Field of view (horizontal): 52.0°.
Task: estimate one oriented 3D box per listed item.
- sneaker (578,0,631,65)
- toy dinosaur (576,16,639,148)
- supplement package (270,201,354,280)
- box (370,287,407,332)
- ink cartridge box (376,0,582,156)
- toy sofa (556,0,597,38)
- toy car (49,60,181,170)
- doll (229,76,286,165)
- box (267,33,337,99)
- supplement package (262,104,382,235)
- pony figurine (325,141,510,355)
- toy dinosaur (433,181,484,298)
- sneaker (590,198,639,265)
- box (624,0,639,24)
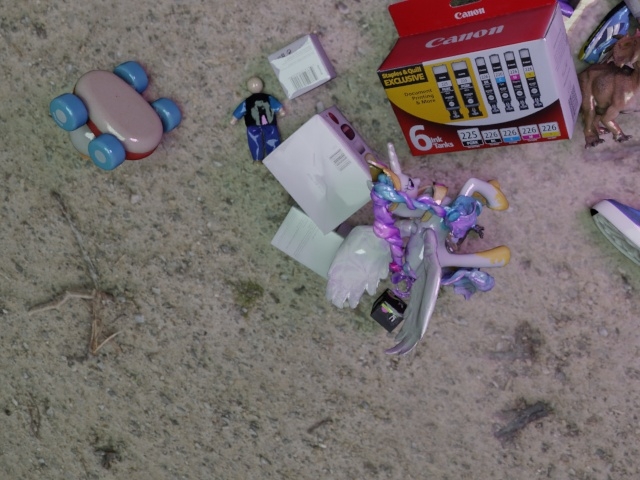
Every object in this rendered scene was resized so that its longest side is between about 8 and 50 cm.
[{"bbox_3d":[0.557,-0.394,1.245,0.059,0.053,0.144,33,117,-2],"label":"sneaker"},{"bbox_3d":[0.535,-0.289,1.211,0.127,0.296,0.200,-28,102,-27],"label":"toy dinosaur"},{"bbox_3d":[0.000,0.000,1.446,0.179,0.105,0.105,33,109,1],"label":"supplement package"},{"bbox_3d":[0.154,0.157,1.475,0.062,0.083,0.052,41,110,-2],"label":"box"},{"bbox_3d":[0.276,-0.307,1.182,0.310,0.130,0.271,-2,133,36],"label":"ink cartridge box"},{"bbox_3d":[0.322,-0.501,1.206,0.363,0.150,0.177,28,111,2],"label":"toy sofa"},{"bbox_3d":[-0.471,-0.235,1.450,0.210,0.219,0.238,47,138,-6],"label":"toy car"},{"bbox_3d":[-0.135,-0.259,1.426,0.129,0.046,0.188,-3,106,11],"label":"doll"},{"bbox_3d":[-0.036,-0.358,1.354,0.101,0.087,0.101,-24,100,17],"label":"box"},{"bbox_3d":[0.018,-0.151,1.345,0.149,0.203,0.194,-38,97,18],"label":"supplement package"},{"bbox_3d":[0.191,0.013,1.238,0.364,0.303,0.350,7,103,-36],"label":"pony figurine"},{"bbox_3d":[0.289,0.012,1.419,0.118,0.064,0.267,7,105,16],"label":"toy dinosaur"},{"bbox_3d":[0.734,-0.036,1.297,0.323,0.130,0.236,42,92,10],"label":"sneaker"},{"bbox_3d":[0.640,-0.467,1.173,0.183,0.056,0.231,-35,97,-2],"label":"box"}]
